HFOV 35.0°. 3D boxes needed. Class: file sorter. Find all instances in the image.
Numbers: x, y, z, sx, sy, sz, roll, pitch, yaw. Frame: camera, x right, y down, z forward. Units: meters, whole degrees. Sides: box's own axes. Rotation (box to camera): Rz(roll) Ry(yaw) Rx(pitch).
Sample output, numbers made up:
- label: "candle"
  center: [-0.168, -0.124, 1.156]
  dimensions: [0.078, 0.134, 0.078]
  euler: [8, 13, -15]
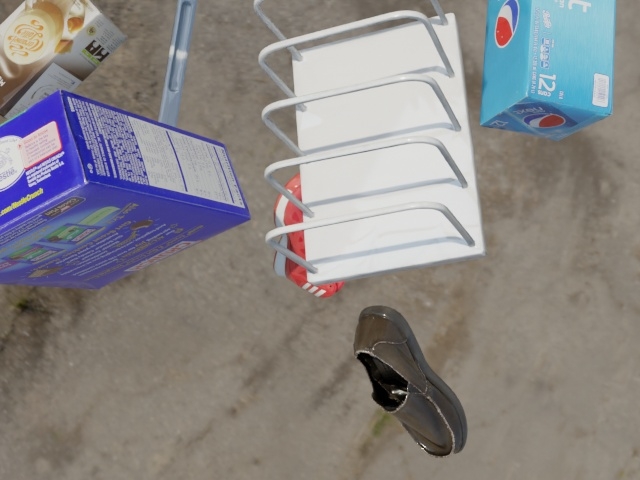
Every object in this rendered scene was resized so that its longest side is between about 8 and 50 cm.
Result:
- label: "file sorter"
  center: [0.043, -0.120, 1.035]
  dimensions: [0.173, 0.193, 0.277]
  euler: [39, 44, -64]

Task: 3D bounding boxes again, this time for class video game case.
- label: "video game case"
  center: [-0.246, -0.345, 1.777]
  dimensions: [0.036, 0.329, 0.300]
  euler: [9, 101, -10]

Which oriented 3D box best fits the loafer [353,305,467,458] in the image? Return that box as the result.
- label: "loafer"
  center: [0.094, 0.180, 1.180]
  dimensions: [0.220, 0.080, 0.078]
  euler: [57, 46, -20]

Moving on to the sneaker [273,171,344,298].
- label: "sneaker"
  center: [0.000, 0.000, 1.536]
  dimensions: [0.087, 0.128, 0.221]
  euler: [-43, 154, -30]

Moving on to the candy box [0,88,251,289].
- label: "candy box"
  center: [-0.283, -0.042, 1.201]
  dimensions: [0.317, 0.268, 0.122]
  euler: [13, 56, -62]

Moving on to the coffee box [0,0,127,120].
- label: "coffee box"
  center: [-0.482, -0.328, 1.762]
  dimensions: [0.246, 0.141, 0.098]
  euler: [-44, 155, 2]

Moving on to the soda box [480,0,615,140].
- label: "soda box"
  center: [0.164, -0.184, 0.721]
  dimensions: [0.067, 0.071, 0.210]
  euler: [10, 77, -16]
